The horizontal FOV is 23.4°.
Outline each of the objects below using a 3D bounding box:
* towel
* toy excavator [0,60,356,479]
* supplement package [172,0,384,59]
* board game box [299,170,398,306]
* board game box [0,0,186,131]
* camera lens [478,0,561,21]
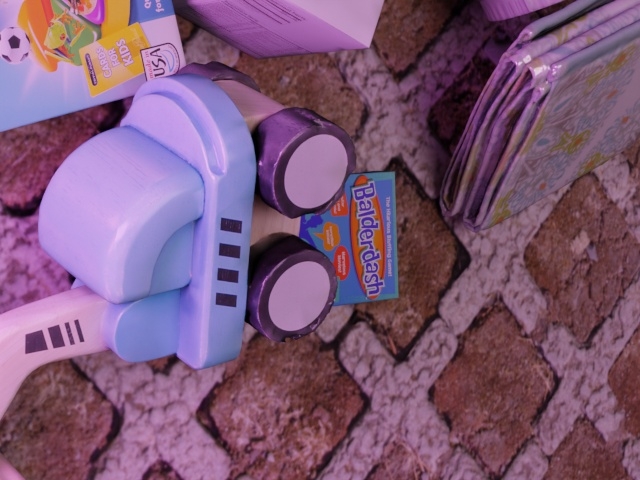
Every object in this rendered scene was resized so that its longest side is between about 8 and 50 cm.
[{"bbox_3d":[0.329,-0.191,1.969,0.374,0.320,0.090,-28,64,-33],"label":"towel"},{"bbox_3d":[-0.221,0.052,1.570,0.445,0.222,0.433,-12,120,-34],"label":"toy excavator"},{"bbox_3d":[-0.033,-0.321,1.711,0.149,0.203,0.194,26,77,-36],"label":"supplement package"},{"bbox_3d":[0.000,0.000,1.849,0.210,0.047,0.160,-6,96,-39],"label":"board game box"},{"bbox_3d":[-0.314,-0.247,1.572,0.336,0.079,0.254,-21,104,-36],"label":"board game box"},{"bbox_3d":[0.250,-0.435,1.904,0.219,0.219,0.274,-31,104,-33],"label":"camera lens"}]
